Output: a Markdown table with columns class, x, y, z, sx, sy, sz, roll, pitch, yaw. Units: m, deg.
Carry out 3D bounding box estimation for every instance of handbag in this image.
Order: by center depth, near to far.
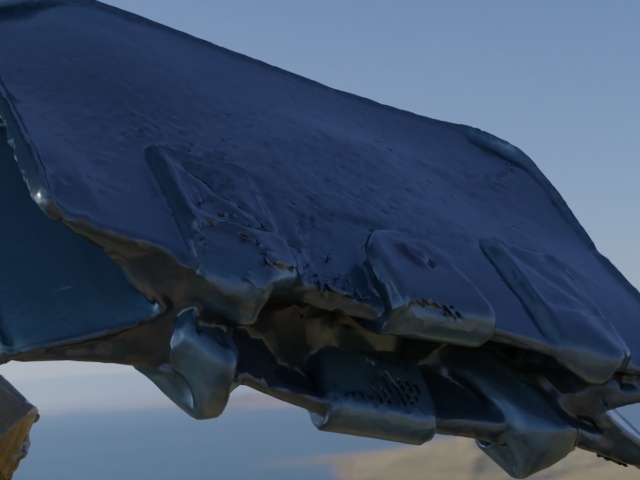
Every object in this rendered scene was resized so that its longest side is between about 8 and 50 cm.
| class | x | y | z | sx | sy | sz | roll | pitch | yaw |
| --- | --- | --- | --- | --- | --- | --- | --- | --- | --- |
| handbag | 0.000 | 0.000 | 0.415 | 0.229 | 0.062 | 0.179 | 14 | 21 | -29 |

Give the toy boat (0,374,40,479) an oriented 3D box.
| class | x | y | z | sx | sy | sz | roll | pitch | yaw |
| --- | --- | --- | --- | --- | --- | --- | --- | --- | --- |
| toy boat | -0.291 | 0.217 | 0.814 | 0.089 | 0.321 | 0.121 | 38 | -9 | 10 |
